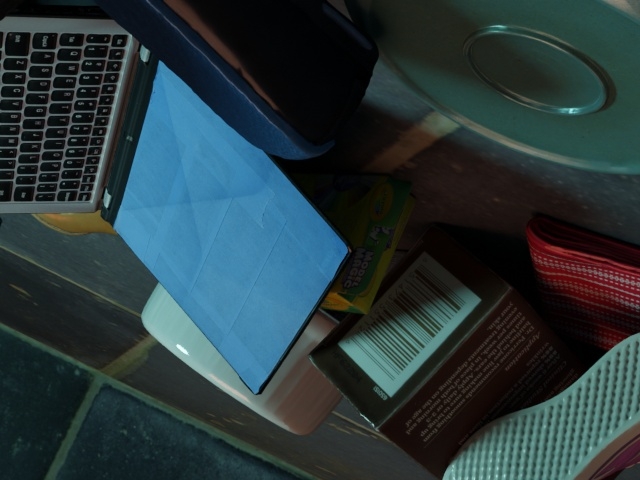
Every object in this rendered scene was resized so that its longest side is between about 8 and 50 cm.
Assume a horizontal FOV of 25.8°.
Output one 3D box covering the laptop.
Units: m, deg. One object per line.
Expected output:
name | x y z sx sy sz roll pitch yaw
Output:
laptop | -0.227 -0.016 1.282 0.408 0.236 0.382 -1 155 -16

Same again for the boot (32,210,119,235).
boot | -0.258 -0.049 1.664 0.197 0.073 0.152 14 165 -6

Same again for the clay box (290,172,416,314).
clay box | 0.000 0.000 1.356 0.222 0.127 0.053 6 156 47

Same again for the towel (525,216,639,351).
towel | 0.294 0.066 1.321 0.199 0.031 0.275 19 162 19

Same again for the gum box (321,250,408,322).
gum box | 0.078 0.061 1.540 0.188 0.062 0.107 4 154 49

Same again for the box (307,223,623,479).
box | 0.177 0.166 1.455 0.381 0.191 0.143 44 179 -44

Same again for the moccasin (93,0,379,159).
moccasin | -0.098 -0.199 0.909 0.342 0.117 0.138 47 164 -29

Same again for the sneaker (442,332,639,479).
sneaker | 0.261 0.207 1.346 0.282 0.102 0.161 -34 145 19

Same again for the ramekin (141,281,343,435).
ramekin | -0.077 0.109 1.643 0.277 0.135 0.277 36 178 1

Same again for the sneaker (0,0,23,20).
sneaker | -0.324 -0.287 0.950 0.182 0.158 0.410 37 162 15

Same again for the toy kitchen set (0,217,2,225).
toy kitchen set | -0.405 -0.061 1.656 0.122 0.166 0.207 22 163 10

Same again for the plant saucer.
plant saucer | 0.149 -0.125 0.928 0.317 0.043 0.317 22 164 7
